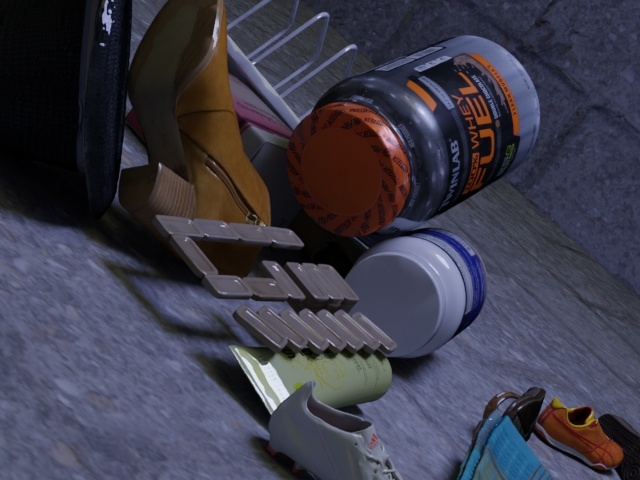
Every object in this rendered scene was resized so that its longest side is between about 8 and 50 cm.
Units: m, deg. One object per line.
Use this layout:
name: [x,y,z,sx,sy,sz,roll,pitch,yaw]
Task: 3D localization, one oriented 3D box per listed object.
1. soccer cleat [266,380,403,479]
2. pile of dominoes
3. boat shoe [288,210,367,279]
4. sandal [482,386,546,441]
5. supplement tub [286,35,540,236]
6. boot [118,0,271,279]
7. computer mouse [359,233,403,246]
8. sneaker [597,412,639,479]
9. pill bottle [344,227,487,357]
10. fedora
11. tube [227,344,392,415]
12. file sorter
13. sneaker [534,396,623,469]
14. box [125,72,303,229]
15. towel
soccer cleat: [0.041,0.207,1.264,0.196,0.076,0.068,38,13,1]
pile of dominoes: [-0.049,0.059,1.467,0.251,0.040,0.196,5,38,-54]
boat shoe: [0.000,0.000,1.904,0.190,0.068,0.072,37,25,-2]
sandal: [0.233,0.214,1.731,0.060,0.090,0.219,23,11,13]
supplement tub: [0.120,-0.132,1.806,0.207,0.207,0.338,41,39,16]
boot: [-0.121,-0.112,1.562,0.104,0.295,0.211,-1,-23,31]
computer mouse: [0.044,-0.069,2.228,0.272,0.072,0.188,36,12,-6]
sneaker: [0.461,0.313,2.013,0.071,0.066,0.188,31,15,-28]
pill bottle: [0.116,0.066,1.775,0.153,0.153,0.265,40,14,10]
fedora: [-0.281,-0.181,1.479,0.153,0.334,0.334,4,20,-7]
tube: [-0.005,0.141,1.421,0.070,0.062,0.240,12,4,30]
file sorter: [-0.019,-0.208,2.059,0.277,0.173,0.193,51,-17,9]
sneaker: [0.367,0.267,1.930,0.175,0.067,0.064,28,14,-40]
box: [-0.124,-0.127,1.867,0.149,0.127,0.232,21,20,-52]
towel: [0.237,0.315,1.404,0.271,0.040,0.370,48,14,4]
